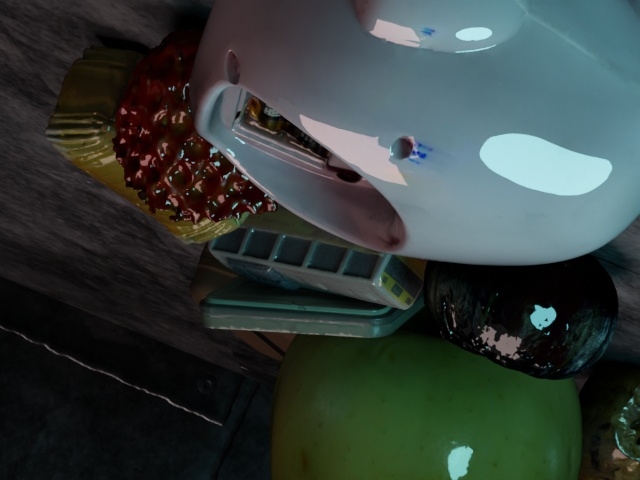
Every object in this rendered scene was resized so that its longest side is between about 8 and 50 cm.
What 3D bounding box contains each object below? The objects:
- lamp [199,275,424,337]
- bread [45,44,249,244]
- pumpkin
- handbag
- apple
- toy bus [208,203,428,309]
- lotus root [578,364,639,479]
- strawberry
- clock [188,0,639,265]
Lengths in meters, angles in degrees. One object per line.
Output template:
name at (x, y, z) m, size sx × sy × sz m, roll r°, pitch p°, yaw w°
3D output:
lamp at (0.004, 0.076, 2.108) m, size 0.267 × 0.047 × 0.269 m, roll 4°, pitch -167°, yaw 20°
bread at (-0.195, -0.115, 1.893) m, size 0.119 × 0.152 × 0.288 m, roll 2°, pitch 155°, yaw 43°
pumpkin at (0.232, 0.069, 1.828) m, size 0.233 × 0.163 × 0.233 m, roll 22°, pitch 177°, yaw 1°
handbag at (-0.030, 0.104, 2.432) m, size 0.283 × 0.149 × 0.302 m, roll 14°, pitch 161°, yaw 30°
apple at (0.140, 0.294, 2.164) m, size 0.474 × 0.473 × 0.473 m, roll 23°, pitch 166°, yaw 6°
toy bus at (0.000, 0.000, 2.012) m, size 0.343 × 0.138 × 0.097 m, roll 9°, pitch 160°, yaw 45°
lotus root at (0.438, 0.286, 2.257) m, size 0.193 × 0.193 × 0.291 m, roll 25°, pitch 166°, yaw -1°
strawberry at (-0.110, -0.148, 1.673) m, size 0.234 × 0.234 × 0.178 m, roll 21°, pitch 134°, yaw 12°
clock at (0.091, -0.116, 1.207) m, size 0.377 × 0.250 × 0.368 m, roll 25°, pitch 166°, yaw -1°
